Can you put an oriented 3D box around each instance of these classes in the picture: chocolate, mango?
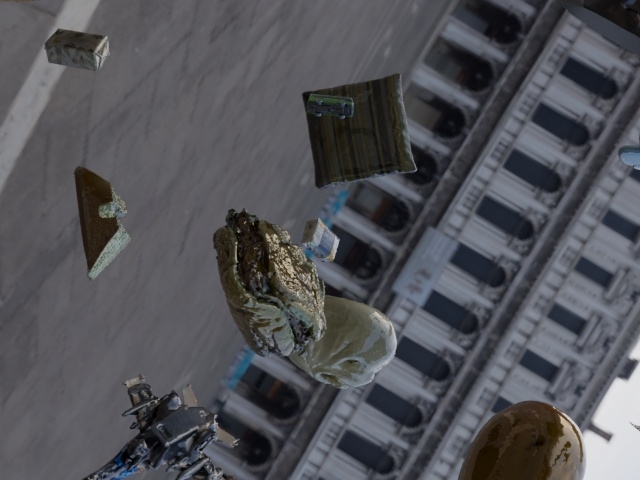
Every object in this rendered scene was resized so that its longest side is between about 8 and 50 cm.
[{"bbox_3d":[0.491,-0.359,1.203,0.177,0.206,0.224,-58,-168,17],"label":"chocolate"},{"bbox_3d":[0.323,0.400,1.380,0.211,0.173,0.317,-30,-166,40],"label":"mango"}]

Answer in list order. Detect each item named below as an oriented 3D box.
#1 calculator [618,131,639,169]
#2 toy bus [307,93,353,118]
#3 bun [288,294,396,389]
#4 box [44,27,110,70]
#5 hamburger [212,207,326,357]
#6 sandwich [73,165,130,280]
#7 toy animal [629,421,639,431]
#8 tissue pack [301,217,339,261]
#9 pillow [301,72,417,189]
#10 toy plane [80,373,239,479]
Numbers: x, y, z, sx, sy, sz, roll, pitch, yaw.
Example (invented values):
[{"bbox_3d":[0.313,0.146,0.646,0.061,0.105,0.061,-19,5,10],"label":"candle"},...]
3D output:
[{"bbox_3d":[0.652,-0.168,1.415,0.302,0.188,0.042,-19,-124,44],"label":"calculator"},{"bbox_3d":[0.019,-0.246,1.540,0.037,0.083,0.031,-79,173,-54],"label":"toy bus"},{"bbox_3d":[0.027,0.193,1.520,0.231,0.231,0.133,120,-10,-61],"label":"bun"},{"bbox_3d":[-0.419,-0.329,1.454,0.045,0.098,0.062,92,9,-45],"label":"box"},{"bbox_3d":[-0.082,0.069,1.180,0.129,0.206,0.183,-31,-140,12],"label":"hamburger"},{"bbox_3d":[-0.433,-0.045,1.677,0.090,0.088,0.245,93,-14,-66],"label":"sandwich"},{"bbox_3d":[0.525,0.288,1.307,0.050,0.084,0.028,-42,141,-46],"label":"toy animal"},{"bbox_3d":[0.000,0.000,1.789,0.042,0.083,0.062,-6,-126,39],"label":"tissue pack"},{"bbox_3d":[0.077,-0.222,1.720,0.052,0.212,0.208,18,63,-75],"label":"pillow"},{"bbox_3d":[-0.136,0.169,0.703,0.062,0.135,0.188,-48,164,12],"label":"toy plane"}]
